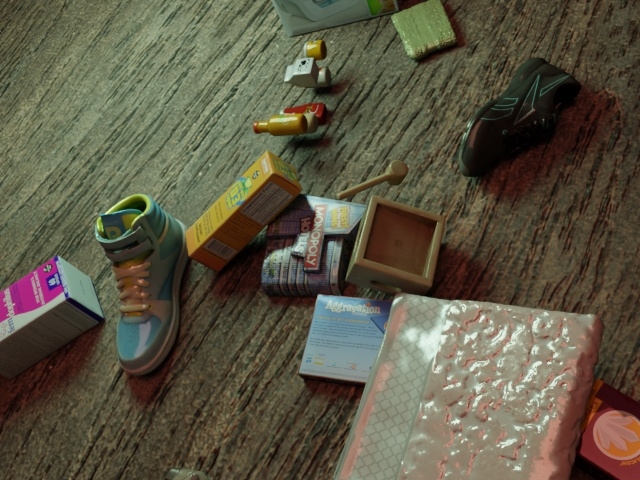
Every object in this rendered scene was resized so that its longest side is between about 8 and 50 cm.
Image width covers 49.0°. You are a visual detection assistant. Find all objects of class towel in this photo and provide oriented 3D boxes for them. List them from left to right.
[{"bbox_3d":[0.214,-0.436,1.443,0.110,0.027,0.148,-21,54,8],"label":"towel"},{"bbox_3d":[0.194,0.234,0.960,0.316,0.053,0.332,6,65,37],"label":"towel"}]

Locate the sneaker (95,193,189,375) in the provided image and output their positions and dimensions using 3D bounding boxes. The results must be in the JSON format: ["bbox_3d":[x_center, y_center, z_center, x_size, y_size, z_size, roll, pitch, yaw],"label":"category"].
[{"bbox_3d":[-0.338,0.062,1.246,0.127,0.208,0.319,-7,58,16],"label":"sneaker"}]

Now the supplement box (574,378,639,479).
[{"bbox_3d":[0.412,0.278,0.896,0.188,0.081,0.104,31,76,33],"label":"supplement box"}]

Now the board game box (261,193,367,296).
[{"bbox_3d":[0.000,0.000,1.242,0.194,0.060,0.194,-2,60,21],"label":"board game box"}]

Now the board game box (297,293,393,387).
[{"bbox_3d":[0.111,0.166,1.117,0.281,0.027,0.145,3,63,23],"label":"board game box"}]

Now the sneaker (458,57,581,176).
[{"bbox_3d":[0.340,-0.208,1.210,0.106,0.101,0.267,34,77,31],"label":"sneaker"}]

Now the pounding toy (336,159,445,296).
[{"bbox_3d":[0.105,-0.025,1.163,0.181,0.094,0.206,17,65,-1],"label":"pounding toy"}]

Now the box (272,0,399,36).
[{"bbox_3d":[0.016,-0.584,1.486,0.261,0.231,0.127,-7,58,17],"label":"box"}]

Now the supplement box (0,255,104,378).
[{"bbox_3d":[-0.545,0.148,1.336,0.220,0.114,0.111,-34,55,2],"label":"supplement box"}]

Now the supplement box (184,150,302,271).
[{"bbox_3d":[-0.141,-0.051,1.266,0.233,0.080,0.078,-41,40,18],"label":"supplement box"}]

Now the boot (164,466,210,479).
[{"bbox_3d":[-0.220,0.411,1.090,0.086,0.042,0.119,19,69,27],"label":"boot"}]

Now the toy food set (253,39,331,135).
[{"bbox_3d":[-0.051,-0.291,1.406,0.104,0.111,0.232,0,63,21],"label":"toy food set"}]
